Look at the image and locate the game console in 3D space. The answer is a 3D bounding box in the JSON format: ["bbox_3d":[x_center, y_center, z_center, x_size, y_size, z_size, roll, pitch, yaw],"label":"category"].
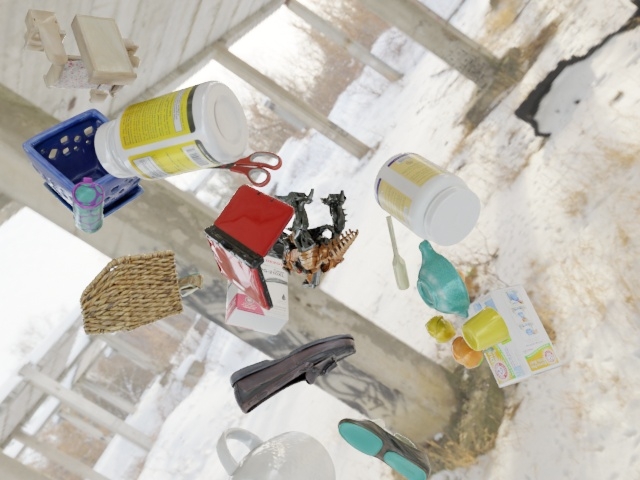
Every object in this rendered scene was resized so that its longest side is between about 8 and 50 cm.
[{"bbox_3d":[-0.091,0.007,0.734,0.085,0.124,0.144,-30,35,-25],"label":"game console"}]

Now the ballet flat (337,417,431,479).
[{"bbox_3d":[0.175,0.558,1.445,0.095,0.280,0.096,-58,-4,29],"label":"ballet flat"}]

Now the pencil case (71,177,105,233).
[{"bbox_3d":[-0.500,-0.072,1.133,0.152,0.065,0.070,139,131,-60],"label":"pencil case"}]

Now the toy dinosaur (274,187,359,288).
[{"bbox_3d":[0.000,0.000,1.200,0.322,0.164,0.218,-7,82,42],"label":"toy dinosaur"}]

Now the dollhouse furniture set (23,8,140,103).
[{"bbox_3d":[-0.662,-0.427,1.437,0.303,0.173,0.356,-13,-12,-45],"label":"dollhouse furniture set"}]

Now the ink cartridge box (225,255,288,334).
[{"bbox_3d":[-0.198,0.159,1.658,0.100,0.172,0.237,-53,29,39],"label":"ink cartridge box"}]

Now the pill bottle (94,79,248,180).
[{"bbox_3d":[-0.355,-0.246,1.240,0.334,0.187,0.188,-8,30,23],"label":"pill bottle"}]

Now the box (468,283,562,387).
[{"bbox_3d":[0.443,0.221,1.221,0.114,0.103,0.203,-53,50,53],"label":"box"}]

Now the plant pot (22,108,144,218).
[{"bbox_3d":[-0.652,-0.194,1.497,0.236,0.236,0.212,-43,-13,-33],"label":"plant pot"}]

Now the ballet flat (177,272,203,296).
[{"bbox_3d":[-0.522,0.175,1.902,0.206,0.067,0.073,-17,-23,-6],"label":"ballet flat"}]

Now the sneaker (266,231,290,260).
[{"bbox_3d":[-0.140,0.015,1.809,0.130,0.286,0.109,95,-167,-49],"label":"sneaker"}]

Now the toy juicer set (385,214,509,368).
[{"bbox_3d":[0.246,0.108,1.071,0.090,0.329,0.209,-26,-34,-13],"label":"toy juicer set"}]

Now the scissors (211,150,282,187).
[{"bbox_3d":[-0.245,-0.213,1.449,0.109,0.297,0.021,-68,-25,-18],"label":"scissors"}]

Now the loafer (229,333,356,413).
[{"bbox_3d":[-0.053,0.306,1.201,0.303,0.095,0.109,-19,-33,-4],"label":"loafer"}]

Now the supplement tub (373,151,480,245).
[{"bbox_3d":[0.362,-0.145,1.815,0.241,0.241,0.331,-56,39,10],"label":"supplement tub"}]

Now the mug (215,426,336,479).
[{"bbox_3d":[-0.169,0.718,1.593,0.276,0.374,0.328,-51,-21,8],"label":"mug"}]

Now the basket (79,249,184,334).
[{"bbox_3d":[-0.609,0.157,1.661,0.214,0.223,0.299,-8,3,22],"label":"basket"}]
